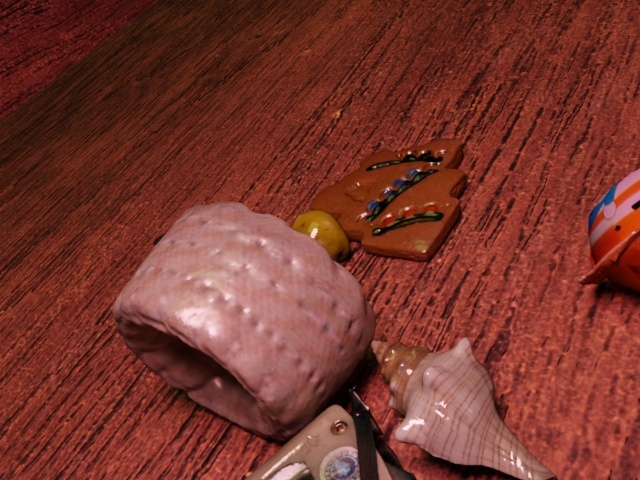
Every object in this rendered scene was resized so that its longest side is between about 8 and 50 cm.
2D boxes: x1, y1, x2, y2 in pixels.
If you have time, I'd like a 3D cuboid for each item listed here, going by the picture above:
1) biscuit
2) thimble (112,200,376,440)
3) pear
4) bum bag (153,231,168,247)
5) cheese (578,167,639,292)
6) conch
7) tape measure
[{"bbox_3d":[0.129,-0.068,1.183,0.278,0.043,0.301,-26,35,0],"label":"biscuit"},{"bbox_3d":[-0.097,0.105,0.912,0.292,0.291,0.195,11,52,40],"label":"thimble"},{"bbox_3d":[0.000,0.000,1.136,0.097,0.092,0.092,15,43,1],"label":"pear"},{"bbox_3d":[-0.177,0.035,1.198,0.144,0.095,0.340,-19,34,-16],"label":"bum bag"},{"bbox_3d":[0.432,-0.045,0.818,0.329,0.217,0.129,-43,66,28],"label":"cheese"},{"bbox_3d":[0.133,0.169,0.799,0.137,0.114,0.234,-6,20,-23],"label":"conch"},{"bbox_3d":[0.015,0.282,0.745,0.235,0.115,0.207,-38,35,-17],"label":"tape measure"}]
